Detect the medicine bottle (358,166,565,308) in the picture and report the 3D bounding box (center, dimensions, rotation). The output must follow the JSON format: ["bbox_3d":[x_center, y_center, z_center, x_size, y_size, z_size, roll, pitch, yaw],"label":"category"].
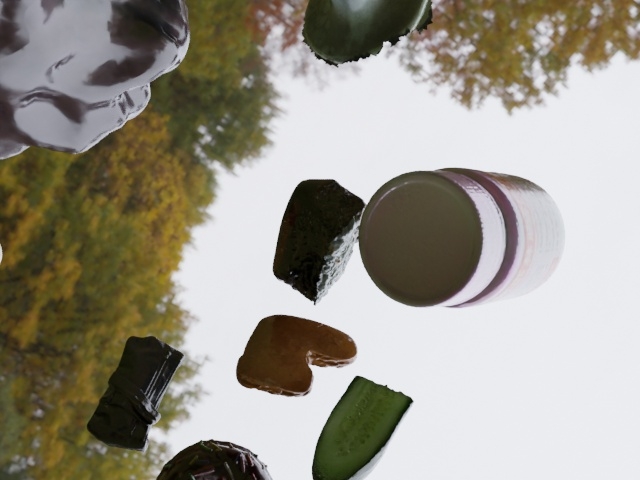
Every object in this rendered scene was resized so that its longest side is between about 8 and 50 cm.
[{"bbox_3d":[0.229,-0.006,1.503,0.219,0.388,0.219,0,-90,30],"label":"medicine bottle"}]

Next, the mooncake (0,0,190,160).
[{"bbox_3d":[-0.325,-0.233,0.947,0.350,0.381,0.212,-28,-119,26],"label":"mooncake"}]

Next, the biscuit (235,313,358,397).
[{"bbox_3d":[-0.037,0.198,1.642,0.192,0.186,0.036,-64,168,-54],"label":"biscuit"}]

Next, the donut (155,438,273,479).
[{"bbox_3d":[-0.176,0.458,1.647,0.089,0.235,0.235,135,-22,-71],"label":"donut"}]

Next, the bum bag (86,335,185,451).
[{"bbox_3d":[-0.346,0.286,1.822,0.248,0.123,0.060,-70,179,-49],"label":"bum bag"}]

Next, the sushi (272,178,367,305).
[{"bbox_3d":[0.000,0.000,1.712,0.136,0.126,0.225,-45,157,-45],"label":"sushi"}]

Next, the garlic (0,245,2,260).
[{"bbox_3d":[-0.331,0.026,0.877,0.083,0.041,0.053,-24,-158,-13],"label":"garlic"}]

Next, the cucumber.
[{"bbox_3d":[0.056,0.315,1.505,0.115,0.063,0.244,12,-148,25],"label":"cucumber"}]

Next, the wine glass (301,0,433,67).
[{"bbox_3d":[-0.018,-0.343,1.035,0.190,0.357,0.191,-13,-118,26],"label":"wine glass"}]
